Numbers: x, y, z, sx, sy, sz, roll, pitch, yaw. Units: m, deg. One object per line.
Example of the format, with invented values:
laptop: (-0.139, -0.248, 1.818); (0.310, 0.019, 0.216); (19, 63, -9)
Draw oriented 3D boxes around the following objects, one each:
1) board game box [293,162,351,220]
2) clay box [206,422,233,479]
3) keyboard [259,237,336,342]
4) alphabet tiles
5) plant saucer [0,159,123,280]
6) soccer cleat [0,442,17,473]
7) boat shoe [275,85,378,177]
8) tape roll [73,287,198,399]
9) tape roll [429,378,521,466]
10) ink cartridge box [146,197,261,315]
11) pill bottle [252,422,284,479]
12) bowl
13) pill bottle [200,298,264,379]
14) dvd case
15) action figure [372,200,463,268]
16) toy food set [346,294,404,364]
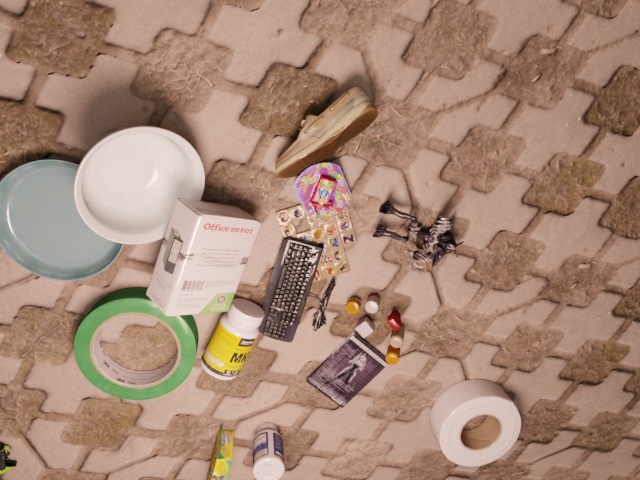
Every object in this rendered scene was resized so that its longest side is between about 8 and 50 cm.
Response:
board game box: (0.013, -0.122, 1.261); (0.133, 0.033, 0.169); (-26, 124, 0)
clay box: (-0.312, 0.697, 1.474); (0.053, 0.127, 0.222); (14, 107, -14)
keyboard: (-0.054, 0.158, 1.371); (0.201, 0.033, 0.317); (13, 110, -13)
alphabet tiles: (0.000, 0.000, 1.343); (0.198, 0.009, 0.237); (-17, 111, -3)
plant saucer: (-0.656, -0.051, 1.207); (0.317, 0.044, 0.318); (-3, 110, -8)
soccer cleat: (-0.955, 0.609, 1.387); (0.072, 0.060, 0.179); (-19, 118, -12)
boat shoe: (-0.001, -0.272, 1.208); (0.302, 0.109, 0.098); (-35, 74, 16)
tape roll: (-0.509, 0.291, 1.330); (0.321, 0.077, 0.321); (-3, 109, -8)
tape roll: (0.516, 0.609, 1.586); (0.286, 0.100, 0.286); (-2, 109, -7)
ink cartridge box: (-0.296, 0.043, 1.210); (0.198, 0.114, 0.273); (5, 112, -50)
pill bottle: (-0.161, 0.644, 1.456); (0.094, 0.169, 0.094); (-2, 110, -7)
bowl: (-0.439, -0.150, 1.128); (0.297, 0.134, 0.298); (-23, 134, -27)
pill bottle: (-0.246, 0.277, 1.342); (0.119, 0.119, 0.209); (23, 104, -16)
dvd case: (0.087, 0.410, 1.494); (0.164, 0.018, 0.221); (41, 99, -18)
action figure: (0.289, -0.007, 1.317); (0.275, 0.141, 0.164); (19, 104, -11)
toy food set: (0.182, 0.245, 1.428); (0.111, 0.104, 0.232); (-40, 92, 20)
